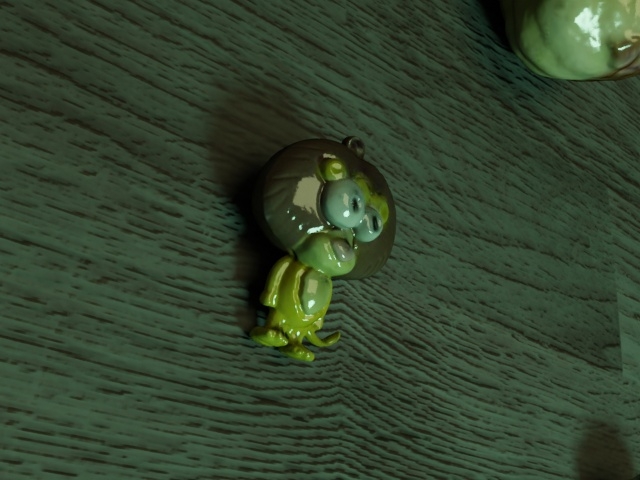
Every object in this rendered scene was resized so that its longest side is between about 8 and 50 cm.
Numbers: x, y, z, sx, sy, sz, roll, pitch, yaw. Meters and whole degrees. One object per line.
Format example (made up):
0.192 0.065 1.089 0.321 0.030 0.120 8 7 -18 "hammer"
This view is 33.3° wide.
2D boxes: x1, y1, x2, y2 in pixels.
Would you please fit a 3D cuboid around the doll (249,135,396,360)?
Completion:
0.006 0.004 0.884 0.145 0.096 0.188 3 83 -40 "doll"

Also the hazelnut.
0.322 -0.310 1.239 0.261 0.241 0.261 24 51 -33 "hazelnut"

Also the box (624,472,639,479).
0.336 0.316 1.152 0.089 0.062 0.122 -11 85 -50 "box"
